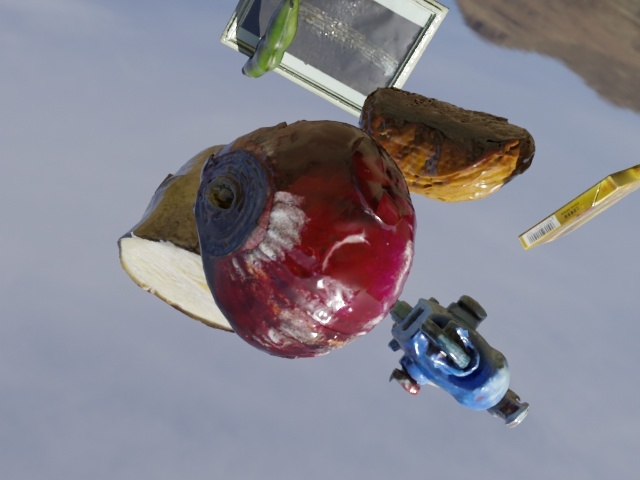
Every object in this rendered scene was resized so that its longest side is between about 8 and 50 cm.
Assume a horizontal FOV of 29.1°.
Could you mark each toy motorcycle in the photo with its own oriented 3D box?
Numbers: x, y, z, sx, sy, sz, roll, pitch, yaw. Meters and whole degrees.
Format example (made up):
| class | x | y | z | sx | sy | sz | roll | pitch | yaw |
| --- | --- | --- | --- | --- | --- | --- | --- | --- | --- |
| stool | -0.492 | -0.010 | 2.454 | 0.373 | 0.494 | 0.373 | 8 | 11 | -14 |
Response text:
| class | x | y | z | sx | sy | sz | roll | pitch | yaw |
| --- | --- | --- | --- | --- | --- | --- | --- | --- | --- |
| toy motorcycle | 0.234 | 0.183 | 2.026 | 0.241 | 0.182 | 0.319 | 16 | -176 | -11 |

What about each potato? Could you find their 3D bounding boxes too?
| class | x | y | z | sx | sy | sz | roll | pitch | yaw |
| --- | --- | --- | --- | --- | --- | --- | --- | --- | --- |
| potato | -0.148 | -0.036 | 2.036 | 0.290 | 0.296 | 0.397 | 36 | 156 | -20 |

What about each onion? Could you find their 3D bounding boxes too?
| class | x | y | z | sx | sy | sz | roll | pitch | yaw |
| --- | --- | --- | --- | --- | --- | --- | --- | --- | --- |
| onion | 0.001 | 0.004 | 1.264 | 0.216 | 0.206 | 0.207 | 26 | -133 | -41 |

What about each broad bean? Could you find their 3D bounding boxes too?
| class | x | y | z | sx | sy | sz | roll | pitch | yaw |
| --- | --- | --- | --- | --- | --- | --- | --- | --- | --- |
| broad bean | -0.074 | -0.287 | 1.833 | 0.043 | 0.060 | 0.297 | 6 | 163 | -16 |

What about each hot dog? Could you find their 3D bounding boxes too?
| class | x | y | z | sx | sy | sz | roll | pitch | yaw |
| --- | --- | --- | --- | --- | --- | --- | --- | --- | --- |
| hot dog | 0.151 | -0.121 | 1.535 | 0.226 | 0.099 | 0.160 | 28 | -143 | 26 |

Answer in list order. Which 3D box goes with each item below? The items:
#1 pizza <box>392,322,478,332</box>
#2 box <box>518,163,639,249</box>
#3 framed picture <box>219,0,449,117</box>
| class | x | y | z | sx | sy | sz | roll | pitch | yaw |
| --- | --- | --- | --- | --- | --- | --- | --- | --- | --- |
| pizza | 0.238 | 0.190 | 2.427 | 0.178 | 0.041 | 0.131 | -1 | 148 | 38 |
| box | 0.308 | -0.039 | 1.424 | 0.089 | 0.156 | 0.022 | -19 | -104 | -44 |
| framed picture | 0.018 | -0.334 | 1.921 | 0.293 | 0.231 | 0.018 | 27 | -154 | -7 |
